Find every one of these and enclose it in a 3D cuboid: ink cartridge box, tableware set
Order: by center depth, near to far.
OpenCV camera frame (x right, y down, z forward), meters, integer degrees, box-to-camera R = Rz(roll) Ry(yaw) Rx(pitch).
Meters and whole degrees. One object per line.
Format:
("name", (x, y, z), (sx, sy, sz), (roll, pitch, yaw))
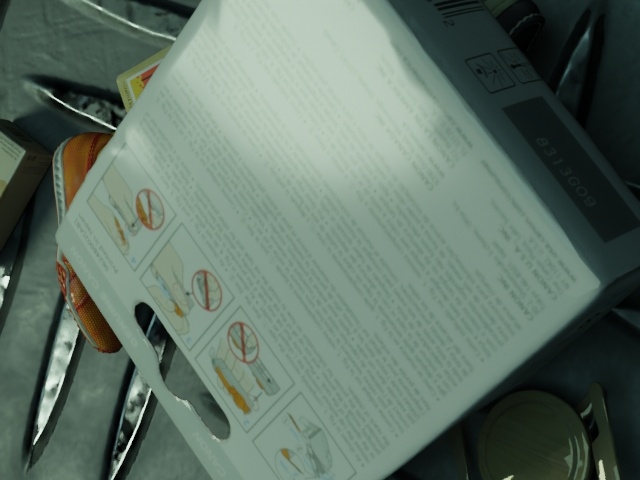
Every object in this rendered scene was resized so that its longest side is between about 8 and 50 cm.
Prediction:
("ink cartridge box", (0.000, 0.000, 0.939), (0.308, 0.091, 0.385), (54, 134, 14))
("tableware set", (0.160, 0.196, 0.953), (0.128, 0.039, 0.194), (-18, 74, 35))

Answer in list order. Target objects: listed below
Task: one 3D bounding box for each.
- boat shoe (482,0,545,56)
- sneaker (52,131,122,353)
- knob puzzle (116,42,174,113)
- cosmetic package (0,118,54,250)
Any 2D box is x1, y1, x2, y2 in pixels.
("boat shoe", (0.083, -0.034, 0.971), (0.092, 0.103, 0.285), (35, 106, 18))
("sneaker", (-0.167, 0.000, 1.106), (0.067, 0.064, 0.175), (-8, 87, 15))
("knob puzzle", (-0.055, -0.089, 1.074), (0.213, 0.030, 0.213), (-2, 86, 25))
("cosmetic package", (-0.275, -0.039, 1.169), (0.060, 0.041, 0.115), (35, 102, 22))
